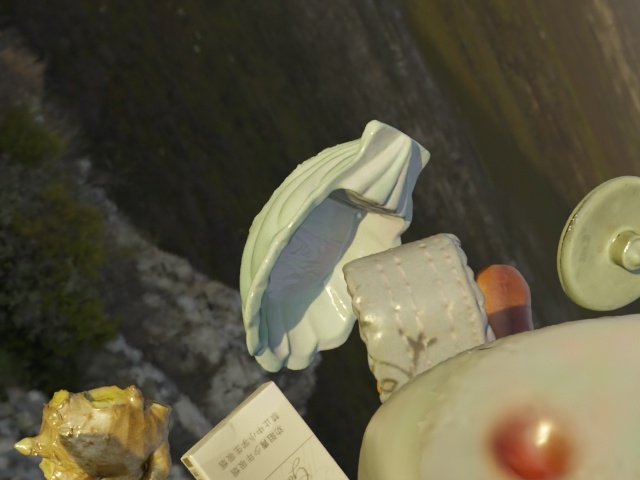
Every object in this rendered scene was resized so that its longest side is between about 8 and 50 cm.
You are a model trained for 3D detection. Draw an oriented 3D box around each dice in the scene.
[{"bbox_3d":[0.123,0.155,0.510,0.194,0.193,0.191,91,-13,-51],"label":"dice"}]

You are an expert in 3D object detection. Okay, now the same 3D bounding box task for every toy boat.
[{"bbox_3d":[0.000,0.000,1.287,0.100,0.290,0.199,39,9,36],"label":"toy boat"}]

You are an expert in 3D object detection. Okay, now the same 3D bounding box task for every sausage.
[{"bbox_3d":[0.253,0.200,1.545,0.094,0.094,0.419,20,40,-23],"label":"sausage"}]

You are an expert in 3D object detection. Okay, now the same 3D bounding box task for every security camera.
[{"bbox_3d":[0.402,0.005,1.344,0.080,0.302,0.157,-141,-130,-57],"label":"security camera"}]

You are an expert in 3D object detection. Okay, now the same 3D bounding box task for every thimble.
[{"bbox_3d":[0.093,0.077,1.096,0.127,0.118,0.151,-115,-172,-73],"label":"thimble"}]

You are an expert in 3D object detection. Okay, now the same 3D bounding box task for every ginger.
[{"bbox_3d":[-0.300,0.266,1.602,0.102,0.216,0.157,-140,-125,-61],"label":"ginger"}]

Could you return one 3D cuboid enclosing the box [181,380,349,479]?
[{"bbox_3d":[-0.025,0.235,1.069,0.109,0.029,0.198,-40,96,-30],"label":"box"}]
